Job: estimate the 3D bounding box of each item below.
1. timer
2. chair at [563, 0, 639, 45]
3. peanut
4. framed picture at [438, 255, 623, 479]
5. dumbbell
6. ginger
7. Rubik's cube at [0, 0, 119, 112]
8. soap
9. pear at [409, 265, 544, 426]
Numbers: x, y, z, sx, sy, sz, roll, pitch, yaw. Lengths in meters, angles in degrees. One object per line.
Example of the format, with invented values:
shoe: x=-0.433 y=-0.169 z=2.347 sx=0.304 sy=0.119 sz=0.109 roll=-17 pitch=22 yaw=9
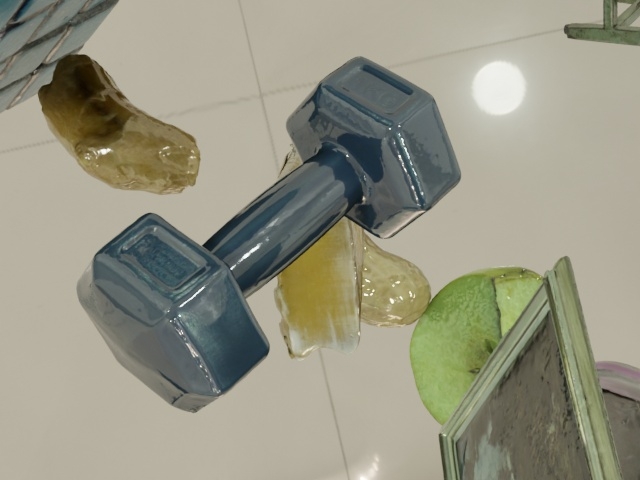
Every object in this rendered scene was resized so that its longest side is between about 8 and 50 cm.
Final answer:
timer: x=0.321 y=0.238 z=1.124 sx=0.191 sy=0.069 sz=0.208 roll=18 pitch=97 yaw=26
chair: x=0.424 y=-0.301 z=1.216 sx=0.147 sy=0.270 sz=0.136 roll=-40 pitch=133 yaw=-40
peanut: x=0.052 y=0.045 z=1.641 sx=0.257 sy=0.123 sz=0.123 roll=34 pitch=87 yaw=-7
framed picture: x=0.136 y=0.189 z=0.733 sx=0.019 sy=0.296 sz=0.232 roll=12 pitch=134 yaw=-13
dumbbell: x=-0.036 y=-0.010 z=0.861 sx=0.316 sy=0.156 sz=0.143 roll=-41 pitch=91 yaw=-29
ginger: x=-0.182 y=-0.097 z=0.955 sx=0.095 sy=0.069 sz=0.190 roll=-39 pitch=64 yaw=-18
Rubik's cube: x=-0.382 y=-0.292 z=0.964 sx=0.343 sy=0.337 sz=0.344 roll=48 pitch=43 yaw=-6
soap: x=0.000 y=0.000 z=1.146 sx=0.089 sy=0.274 sz=0.173 roll=-4 pitch=105 yaw=4
pear: x=0.263 y=0.182 z=1.677 sx=0.159 sy=0.292 sz=0.292 roll=-8 pitch=90 yaw=-38
